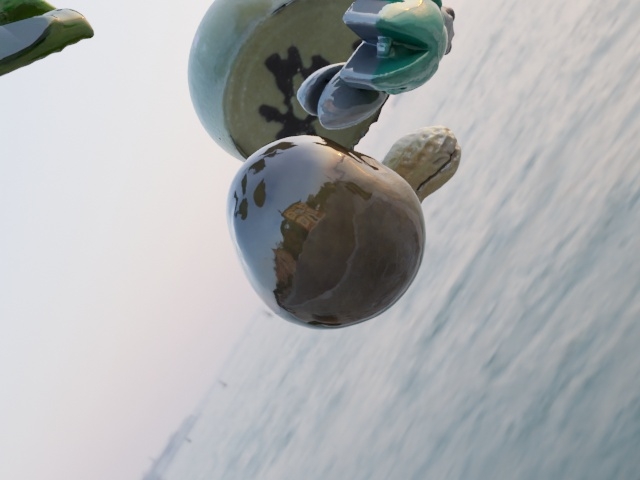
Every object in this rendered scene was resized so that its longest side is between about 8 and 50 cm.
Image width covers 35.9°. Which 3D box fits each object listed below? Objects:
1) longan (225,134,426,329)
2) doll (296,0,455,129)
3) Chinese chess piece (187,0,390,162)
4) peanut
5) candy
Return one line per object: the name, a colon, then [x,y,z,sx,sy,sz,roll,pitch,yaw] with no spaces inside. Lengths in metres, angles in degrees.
longan: [0.002,-0.008,0.839,0.167,0.187,0.167,-19,46,21]
doll: [0.062,-0.202,1.044,0.258,0.153,0.195,31,-112,-67]
Chinese chess piece: [-0.043,-0.278,1.611,0.349,0.146,0.349,-20,-48,-25]
peanut: [0.142,-0.095,1.814,0.290,0.130,0.130,-49,1,0]
candy: [-0.291,-0.195,0.723,0.149,0.246,0.069,-31,-18,-25]
